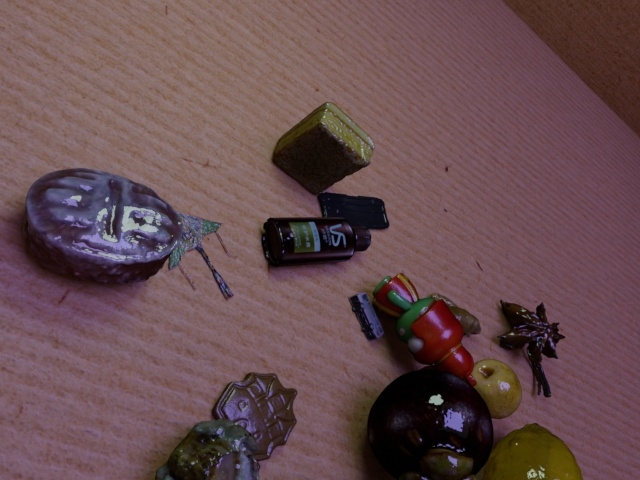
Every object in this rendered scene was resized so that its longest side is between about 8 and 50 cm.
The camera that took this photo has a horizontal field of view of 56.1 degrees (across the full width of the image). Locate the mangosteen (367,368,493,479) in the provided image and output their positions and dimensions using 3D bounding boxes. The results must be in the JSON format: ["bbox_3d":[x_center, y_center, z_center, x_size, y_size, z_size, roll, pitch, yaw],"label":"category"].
[{"bbox_3d":[0.265,0.480,1.421,0.306,0.307,0.347,34,35,-25],"label":"mangosteen"}]

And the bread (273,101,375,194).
[{"bbox_3d":[0.006,-0.242,1.583,0.184,0.234,0.111,37,52,-23],"label":"bread"}]

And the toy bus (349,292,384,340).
[{"bbox_3d":[0.126,0.204,1.623,0.052,0.037,0.131,-22,87,-46],"label":"toy bus"}]

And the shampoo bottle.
[{"bbox_3d":[0.000,0.000,1.574,0.322,0.084,0.129,-1,74,-42],"label":"shampoo bottle"}]

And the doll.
[{"bbox_3d":[0.292,0.241,1.608,0.160,0.183,0.363,-37,73,-3],"label":"doll"}]

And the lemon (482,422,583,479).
[{"bbox_3d":[0.584,0.670,1.648,0.316,0.285,0.285,-47,105,-13],"label":"lemon"}]

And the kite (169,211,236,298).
[{"bbox_3d":[-0.270,0.028,1.379,0.244,0.006,0.198,55,46,-7],"label":"kite"}]

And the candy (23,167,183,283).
[{"bbox_3d":[-0.423,-0.024,1.167,0.289,0.157,0.214,14,48,-29],"label":"candy"}]

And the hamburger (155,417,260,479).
[{"bbox_3d":[-0.209,0.471,1.119,0.167,0.192,0.288,-16,107,-38],"label":"hamburger"}]

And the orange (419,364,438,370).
[{"bbox_3d":[0.321,0.405,1.643,0.135,0.118,0.136,5,37,-4],"label":"orange"}]

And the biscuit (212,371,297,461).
[{"bbox_3d":[-0.127,0.377,1.325,0.215,0.034,0.182,-23,87,-44],"label":"biscuit"}]

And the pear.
[{"bbox_3d":[0.508,0.441,1.766,0.178,0.178,0.178,18,60,-34],"label":"pear"}]

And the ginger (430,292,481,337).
[{"bbox_3d":[0.413,0.244,1.825,0.205,0.081,0.115,33,20,-16],"label":"ginger"}]

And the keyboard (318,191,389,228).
[{"bbox_3d":[0.101,-0.086,1.747,0.262,0.016,0.106,2,70,-41],"label":"keyboard"}]

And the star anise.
[{"bbox_3d":[0.701,0.351,1.994,0.237,0.148,0.347,-19,87,-22],"label":"star anise"}]
